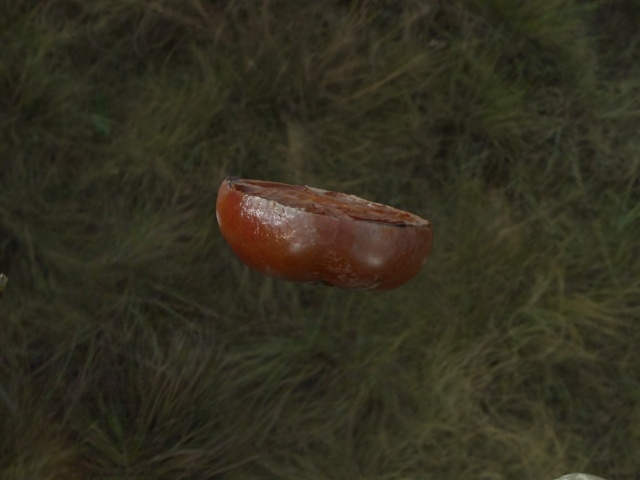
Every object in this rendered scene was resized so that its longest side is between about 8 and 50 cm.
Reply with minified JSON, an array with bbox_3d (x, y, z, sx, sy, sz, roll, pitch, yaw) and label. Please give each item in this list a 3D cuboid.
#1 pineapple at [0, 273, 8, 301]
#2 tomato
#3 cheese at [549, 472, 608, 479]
[{"bbox_3d":[-0.525,0.090,1.642,0.045,0.019,0.083,27,79,-53],"label":"pineapple"},{"bbox_3d":[0.000,0.000,1.115,0.236,0.237,0.095,10,98,-17],"label":"tomato"},{"bbox_3d":[0.211,0.209,0.770,0.092,0.171,0.048,50,36,-34],"label":"cheese"}]
